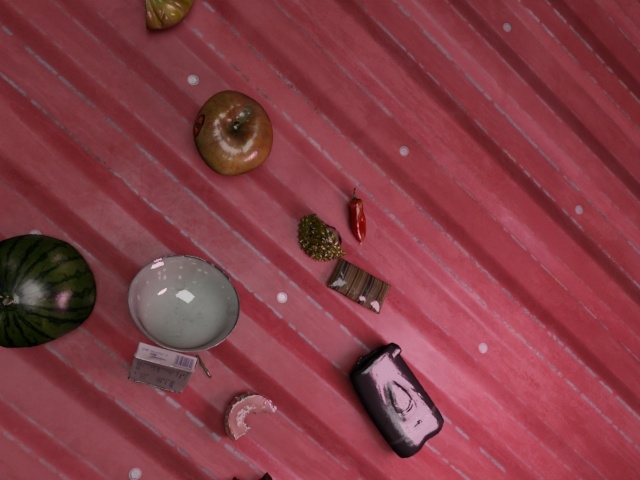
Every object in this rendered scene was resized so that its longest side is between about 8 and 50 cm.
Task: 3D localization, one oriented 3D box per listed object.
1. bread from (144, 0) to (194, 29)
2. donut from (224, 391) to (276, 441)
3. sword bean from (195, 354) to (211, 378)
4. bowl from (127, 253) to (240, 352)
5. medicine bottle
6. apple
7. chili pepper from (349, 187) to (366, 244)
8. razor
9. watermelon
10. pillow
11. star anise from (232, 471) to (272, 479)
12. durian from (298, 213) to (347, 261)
[{"bbox_3d":[-0.457,-0.773,1.630,0.156,0.158,0.261,-2,88,-19],"label":"bread"},{"bbox_3d":[-0.229,0.516,1.621,0.166,0.065,0.117,-34,96,-17],"label":"donut"},{"bbox_3d":[-0.354,0.383,1.626,0.012,0.012,0.083,-31,94,-16],"label":"sword bean"},{"bbox_3d":[-0.397,0.209,1.542,0.313,0.146,0.314,13,49,-15],"label":"bowl"},{"bbox_3d":[-0.445,0.364,1.508,0.171,0.201,0.052,18,54,-12],"label":"medicine bottle"},{"bbox_3d":[-0.264,-0.319,1.621,0.260,0.194,0.261,2,83,-17],"label":"apple"},{"bbox_3d":[0.123,-0.080,1.779,0.059,0.050,0.191,-17,103,-53],"label":"chili pepper"},{"bbox_3d":[0.244,0.511,1.727,0.204,0.113,0.349,-33,92,-17],"label":"razor"},{"bbox_3d":[-0.790,0.133,1.445,0.330,0.189,0.331,1,87,-21],"label":"watermelon"},{"bbox_3d":[0.129,0.151,1.768,0.203,0.038,0.113,30,75,-12],"label":"pillow"},{"bbox_3d":[-0.189,0.800,1.579,0.220,0.125,0.190,-4,90,-19],"label":"star anise"},{"bbox_3d":[0.002,-0.001,1.708,0.119,0.108,0.187,-38,96,-16],"label":"durian"}]
